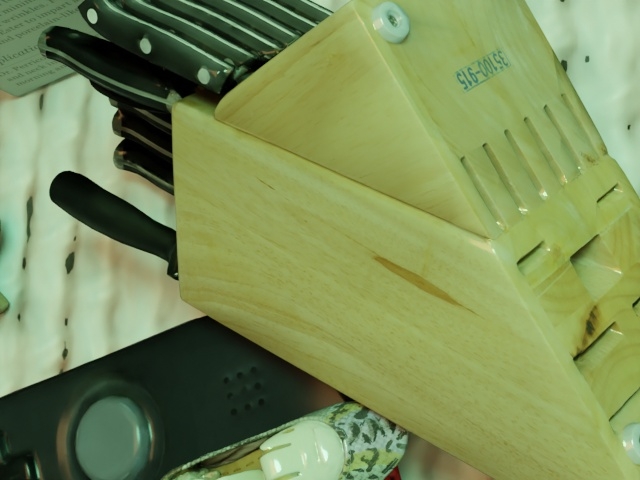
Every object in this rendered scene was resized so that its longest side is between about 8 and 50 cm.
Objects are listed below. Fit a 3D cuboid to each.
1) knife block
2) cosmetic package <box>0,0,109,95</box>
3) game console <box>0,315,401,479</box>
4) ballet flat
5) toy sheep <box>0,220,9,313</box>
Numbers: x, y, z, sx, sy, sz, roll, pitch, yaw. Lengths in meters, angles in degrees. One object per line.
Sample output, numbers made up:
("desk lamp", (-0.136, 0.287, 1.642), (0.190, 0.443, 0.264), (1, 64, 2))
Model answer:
("knife block", (0.000, 0.000, 0.469), (0.242, 0.088, 0.275), (-29, 93, 49))
("cosmetic package", (-0.156, -0.184, 0.536), (0.151, 0.184, 0.151), (-19, 72, 19))
("game console", (-0.091, 0.249, 0.489), (0.342, 0.060, 0.386), (-21, 71, 18))
("ballet flat", (-0.021, 0.093, 0.437), (0.114, 0.041, 0.041), (-25, 70, 20))
("toy sheep", (-0.219, 0.026, 0.577), (0.132, 0.091, 0.091), (-42, 65, -9))
